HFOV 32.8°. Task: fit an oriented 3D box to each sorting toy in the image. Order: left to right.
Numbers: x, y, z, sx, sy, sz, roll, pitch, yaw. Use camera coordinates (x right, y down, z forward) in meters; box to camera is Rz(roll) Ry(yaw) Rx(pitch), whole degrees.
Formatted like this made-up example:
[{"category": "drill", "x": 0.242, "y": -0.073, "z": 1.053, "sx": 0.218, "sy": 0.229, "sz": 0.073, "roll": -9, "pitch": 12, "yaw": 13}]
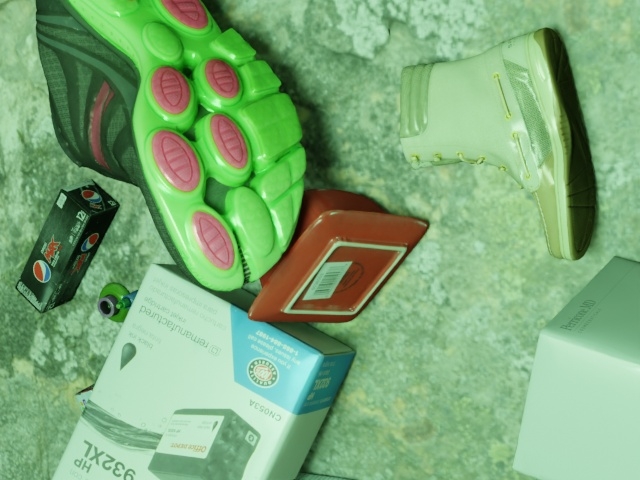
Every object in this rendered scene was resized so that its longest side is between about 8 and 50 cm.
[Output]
[{"category": "sorting toy", "x": -0.242, "y": 0.092, "z": 1.335, "sx": 0.102, "sy": 0.042, "sz": 0.061, "roll": 34, "pitch": 119, "yaw": 18}]

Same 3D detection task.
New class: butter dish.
[{"category": "butter dish", "x": 0.000, "y": 0.000, "z": 1.122, "sx": 0.160, "sy": 0.159, "sz": 0.118, "roll": -53, "pitch": 52, "yaw": 30}]

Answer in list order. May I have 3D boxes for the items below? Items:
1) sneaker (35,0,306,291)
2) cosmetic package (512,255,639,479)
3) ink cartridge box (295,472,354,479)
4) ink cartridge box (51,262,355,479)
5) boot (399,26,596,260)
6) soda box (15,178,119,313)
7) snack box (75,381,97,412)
[{"category": "sneaker", "x": -0.167, "y": -0.132, "z": 1.128, "sx": 0.483, "sy": 0.185, "sz": 0.202, "roll": 60, "pitch": 144, "yaw": 31}, {"category": "cosmetic package", "x": 0.311, "y": 0.129, "z": 0.912, "sx": 0.224, "sy": 0.224, "sz": 0.138, "roll": 15, "pitch": 112, "yaw": 26}, {"category": "ink cartridge box", "x": 0.017, "y": 0.434, "z": 1.270, "sx": 0.330, "sy": 0.071, "sz": 0.324, "roll": 3, "pitch": 106, "yaw": 26}, {"category": "ink cartridge box", "x": -0.135, "y": 0.209, "z": 1.190, "sx": 0.223, "sy": 0.129, "sz": 0.308, "roll": 27, "pitch": 95, "yaw": 16}, {"category": "boot", "x": 0.164, "y": -0.078, "z": 1.026, "sx": 0.165, "sy": 0.077, "sz": 0.213, "roll": -10, "pitch": 94, "yaw": 32}, {"category": "soda box", "x": -0.314, "y": 0.008, "z": 1.342, "sx": 0.053, "sy": 0.060, "sz": 0.169, "roll": 41, "pitch": 120, "yaw": 13}, {"category": "snack box", "x": -0.230, "y": 0.232, "z": 1.334, "sx": 0.037, "sy": 0.100, "sz": 0.141, "roll": -18, "pitch": 95, "yaw": 36}]
